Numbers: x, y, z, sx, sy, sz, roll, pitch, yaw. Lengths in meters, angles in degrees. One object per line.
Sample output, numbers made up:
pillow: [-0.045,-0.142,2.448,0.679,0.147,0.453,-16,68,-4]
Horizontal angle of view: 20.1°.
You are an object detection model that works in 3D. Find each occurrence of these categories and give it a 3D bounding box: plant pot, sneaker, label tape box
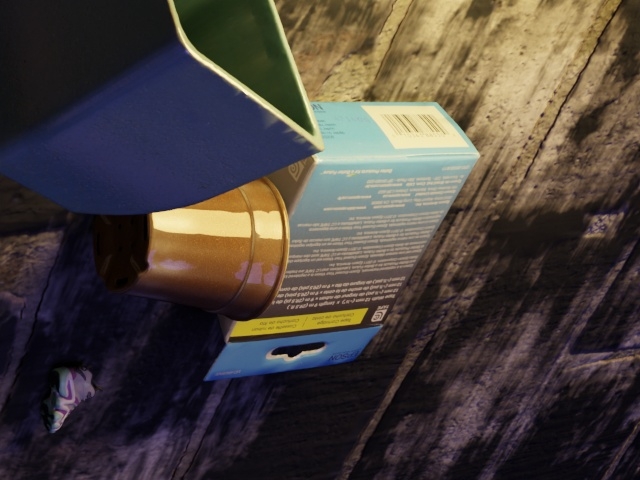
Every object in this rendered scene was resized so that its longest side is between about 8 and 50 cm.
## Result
plant pot: [-0.148,0.001,1.963,0.165,0.167,0.167,6,127,-35]
sneaker: [-0.291,0.187,2.144,0.069,0.038,0.098,-9,137,-34]
plant pot: [-0.189,-0.161,1.662,0.252,0.248,0.247,-30,149,18]
label tape box: [0.000,0.000,2.127,0.249,0.115,0.348,-4,136,-39]
